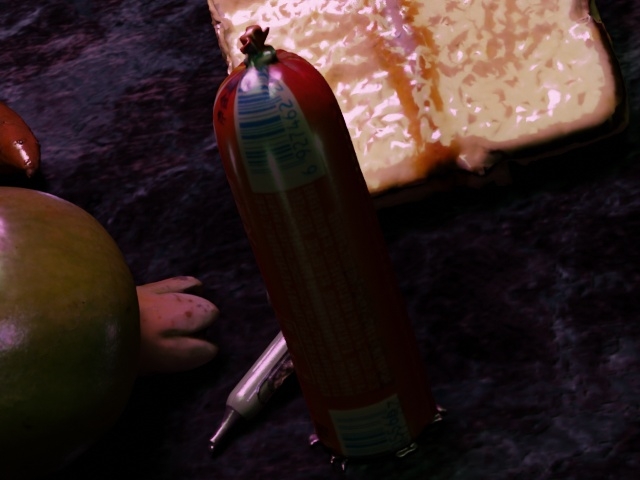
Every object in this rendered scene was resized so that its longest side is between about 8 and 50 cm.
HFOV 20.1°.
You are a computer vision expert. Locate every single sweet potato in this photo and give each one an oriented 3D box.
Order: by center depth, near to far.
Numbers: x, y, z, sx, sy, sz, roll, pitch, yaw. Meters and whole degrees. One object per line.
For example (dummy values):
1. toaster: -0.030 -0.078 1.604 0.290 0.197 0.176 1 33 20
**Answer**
1. sweet potato: -0.280 -0.097 1.423 0.057 0.057 0.264 -32 36 -19

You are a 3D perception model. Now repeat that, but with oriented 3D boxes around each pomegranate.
1. pomegranate: -0.164 0.054 1.073 0.211 0.179 0.179 -6 35 -4

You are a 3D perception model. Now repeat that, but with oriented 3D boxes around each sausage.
1. sausage: 0.000 0.000 0.987 0.083 0.264 0.083 -13 31 8

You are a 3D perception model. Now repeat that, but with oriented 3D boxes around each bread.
1. bread: 0.057 -0.145 1.232 0.263 0.198 0.236 -17 42 4

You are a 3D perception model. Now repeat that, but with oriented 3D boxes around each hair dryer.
1. hair dryer: -0.024 0.073 1.099 0.071 0.047 0.150 15 57 41
